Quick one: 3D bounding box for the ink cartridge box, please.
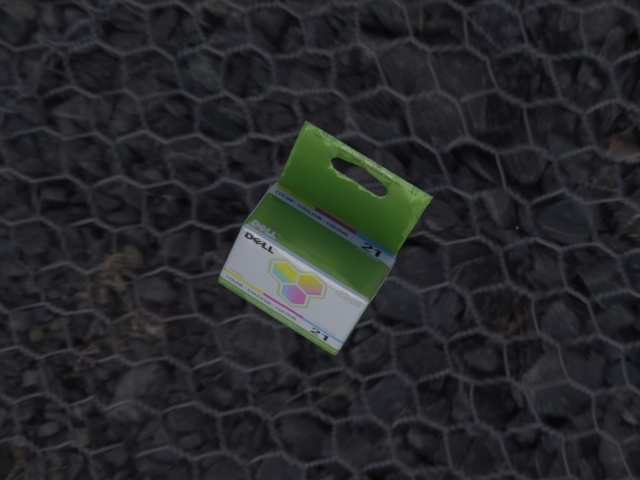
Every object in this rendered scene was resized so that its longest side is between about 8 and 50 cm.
[{"bbox_3d":[0.000,0.000,1.666,0.189,0.255,0.097,32,51,3],"label":"ink cartridge box"}]
